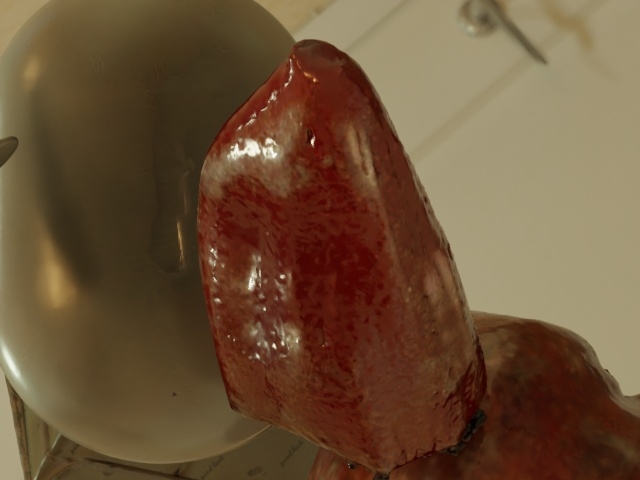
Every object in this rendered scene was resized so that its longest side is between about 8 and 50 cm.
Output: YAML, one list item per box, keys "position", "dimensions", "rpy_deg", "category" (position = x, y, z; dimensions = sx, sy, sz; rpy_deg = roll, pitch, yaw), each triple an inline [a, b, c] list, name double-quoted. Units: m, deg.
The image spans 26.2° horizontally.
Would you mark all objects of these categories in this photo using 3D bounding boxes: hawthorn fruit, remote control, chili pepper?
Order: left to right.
- position: [-0.103, -0.023, 0.884]
  dimensions: [0.103, 0.221, 0.332]
  rpy_deg: [109, 158, -70]
  category: "remote control"
- position: [0.000, 0.000, 0.701]
  dimensions: [0.144, 0.136, 0.253]
  rpy_deg: [-123, 16, -48]
  category: "chili pepper"
- position: [0.118, 0.183, 0.886]
  dimensions: [0.284, 0.284, 0.284]
  rpy_deg: [49, 176, 5]
  category: "hawthorn fruit"

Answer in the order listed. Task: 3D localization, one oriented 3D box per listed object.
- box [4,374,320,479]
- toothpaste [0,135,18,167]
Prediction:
- position: [-0.124, 0.069, 1.147]
  dimensions: [0.225, 0.190, 0.297]
  rpy_deg: [17, -155, -28]
  category: "box"
- position: [-0.261, -0.136, 0.719]
  dimensions: [0.266, 0.061, 0.096]
  rpy_deg: [52, 177, 2]
  category: "toothpaste"
